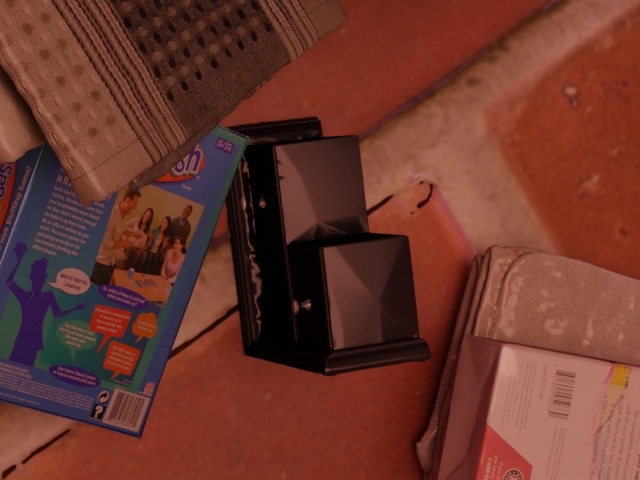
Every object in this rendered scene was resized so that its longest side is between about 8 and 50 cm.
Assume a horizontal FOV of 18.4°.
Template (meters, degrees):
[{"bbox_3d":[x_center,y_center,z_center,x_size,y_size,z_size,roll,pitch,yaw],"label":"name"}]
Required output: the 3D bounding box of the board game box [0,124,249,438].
[{"bbox_3d":[-0.145,0.006,1.239,0.160,0.047,0.210,23,87,-46],"label":"board game box"}]

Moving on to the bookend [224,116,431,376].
[{"bbox_3d":[0.000,0.000,1.274,0.072,0.157,0.156,-8,95,-21],"label":"bookend"}]

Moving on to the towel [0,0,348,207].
[{"bbox_3d":[-0.145,-0.201,1.187,0.324,0.056,0.312,58,38,-7],"label":"towel"}]

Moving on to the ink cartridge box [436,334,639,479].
[{"bbox_3d":[0.187,0.138,1.346,0.198,0.067,0.115,12,89,-20],"label":"ink cartridge box"}]

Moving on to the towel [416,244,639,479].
[{"bbox_3d":[0.212,0.120,1.417,0.282,0.049,0.187,18,87,-21],"label":"towel"}]
